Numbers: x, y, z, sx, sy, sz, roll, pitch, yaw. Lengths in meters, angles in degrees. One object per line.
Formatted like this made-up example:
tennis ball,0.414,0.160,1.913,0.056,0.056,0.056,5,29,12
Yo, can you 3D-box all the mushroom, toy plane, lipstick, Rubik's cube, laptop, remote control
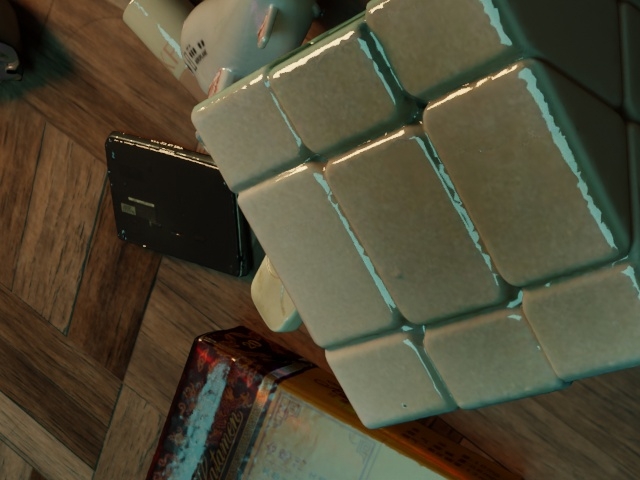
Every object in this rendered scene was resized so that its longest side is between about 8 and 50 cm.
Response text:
mushroom,-0.444,-0.260,1.468,0.188,0.141,0.117,-4,79,34
toy plane,-0.071,-0.202,1.135,0.118,0.252,0.252,17,132,-10
lipstick,-0.105,-0.171,1.291,0.254,0.070,0.070,47,134,4
Rubik's cube,0.150,-0.075,0.982,0.316,0.322,0.319,-22,101,42
laptop,-0.177,-0.046,1.453,0.207,0.026,0.154,16,125,30
remote control,-0.001,0.000,1.294,0.230,0.049,0.090,-58,46,30

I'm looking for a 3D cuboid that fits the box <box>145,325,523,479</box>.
box,-0.003,0.304,1.407,0.415,0.116,0.264,25,104,23
